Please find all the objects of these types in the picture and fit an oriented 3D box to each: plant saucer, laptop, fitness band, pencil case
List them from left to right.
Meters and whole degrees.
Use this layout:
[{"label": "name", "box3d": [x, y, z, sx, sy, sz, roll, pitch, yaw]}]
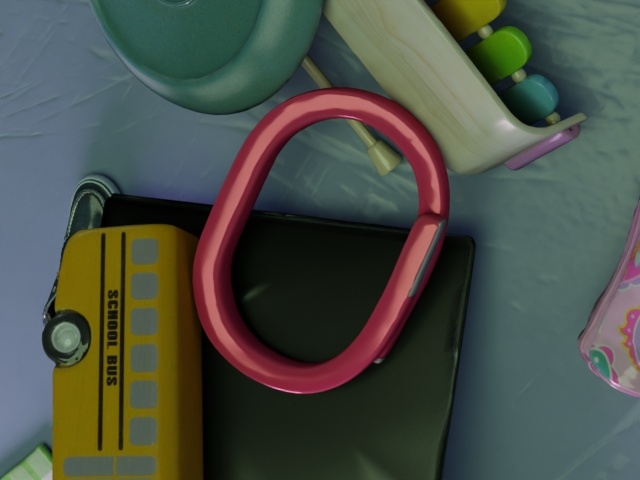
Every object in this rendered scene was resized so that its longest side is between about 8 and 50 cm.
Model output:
[{"label": "plant saucer", "box3d": [-0.126, -0.270, 1.684, 0.317, 0.044, 0.317, 14, 111, 38]}, {"label": "laptop", "box3d": [-0.038, 0.196, 1.823, 0.382, 0.236, 0.408, 7, 139, 17]}, {"label": "fitness band", "box3d": [0.000, 0.000, 1.673, 0.209, 0.054, 0.291, 30, 106, 14]}, {"label": "pencil case", "box3d": [0.320, -0.002, 1.615, 0.124, 0.124, 0.284, 21, 112, 13]}]

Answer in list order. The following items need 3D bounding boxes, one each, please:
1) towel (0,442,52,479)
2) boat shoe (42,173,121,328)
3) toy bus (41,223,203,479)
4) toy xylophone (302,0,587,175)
[{"label": "towel", "box3d": [-0.290, 0.308, 1.975, 0.113, 0.023, 0.152, -39, 87, 22]}, {"label": "boat shoe", "box3d": [-0.239, 0.029, 1.844, 0.065, 0.083, 0.183, 8, 107, 17]}, {"label": "toy bus", "box3d": [-0.182, 0.159, 1.698, 0.130, 0.108, 0.332, -4, 79, 13]}, {"label": "toy xylophone", "box3d": [0.081, -0.184, 1.653, 0.236, 0.081, 0.322, -16, 111, 53]}]
